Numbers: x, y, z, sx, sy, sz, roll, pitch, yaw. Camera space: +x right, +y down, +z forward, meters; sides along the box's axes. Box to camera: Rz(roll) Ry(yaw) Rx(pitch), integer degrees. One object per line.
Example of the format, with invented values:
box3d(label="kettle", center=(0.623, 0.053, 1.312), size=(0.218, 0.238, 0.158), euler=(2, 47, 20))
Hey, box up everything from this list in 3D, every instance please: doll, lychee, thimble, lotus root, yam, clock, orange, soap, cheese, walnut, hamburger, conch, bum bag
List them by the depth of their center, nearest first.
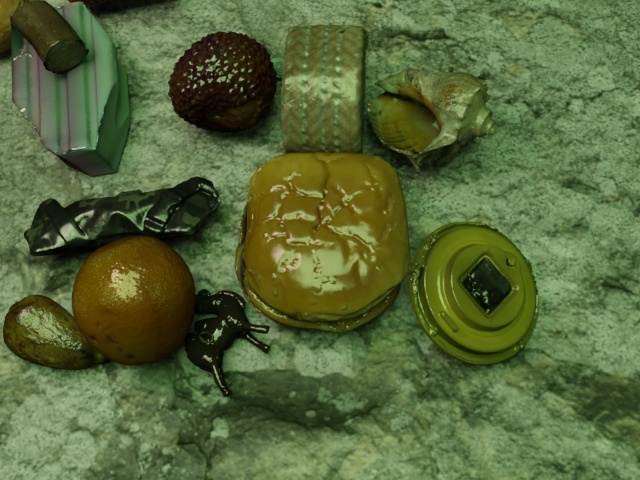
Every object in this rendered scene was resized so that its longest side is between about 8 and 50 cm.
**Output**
box3d(label="clock", center=(0.251, 0.076, 1.195), size=(0.237, 0.057, 0.236), euler=(6, 73, -19))
box3d(label="orange", center=(-0.291, 0.095, 1.205), size=(0.206, 0.206, 0.205), euler=(-2, 68, 4))
box3d(label="hamburger", center=(0.000, 0.000, 1.238), size=(0.319, 0.158, 0.318), euler=(-2, 65, 5))
box3d(label="lotus root", center=(-0.425, 0.159, 1.247), size=(0.191, 0.094, 0.108), euler=(24, 107, 8))
box3d(label="doll", center=(-0.165, 0.150, 1.248), size=(0.165, 0.057, 0.139), euler=(36, 77, 26))
box3d(label="conch", center=(0.181, -0.213, 1.307), size=(0.245, 0.162, 0.178), euler=(31, 56, 28))
box3d(label="bum bag", center=(-0.338, -0.035, 1.309), size=(0.341, 0.095, 0.144), euler=(-8, 40, 0))
box3d(label="thimble", center=(0.006, -0.253, 1.311), size=(0.148, 0.196, 0.228), euler=(1, 93, 3))
box3d(label="yam", center=(-0.475, -0.361, 1.345), size=(0.084, 0.084, 0.127), euler=(-37, 73, -10))
box3d(label="lychee", center=(-0.167, -0.286, 1.353), size=(0.188, 0.188, 0.188), euler=(-2, 68, 4))
box3d(label="soap", center=(-0.455, -0.277, 1.409), size=(0.193, 0.109, 0.323), euler=(-11, 67, 1))
box3d(label="cheese", center=(-0.043, -0.309, 1.432), size=(0.121, 0.026, 0.067), euler=(26, 72, 14))
box3d(label="walnut", center=(-0.637, -0.442, 1.477), size=(0.144, 0.144, 0.180), euler=(10, 61, 9))

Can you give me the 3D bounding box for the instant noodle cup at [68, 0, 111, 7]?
box3d(label="instant noodle cup", center=(-0.410, -0.567, 1.462), size=(0.192, 0.250, 0.250), euler=(-18, 68, 8))
